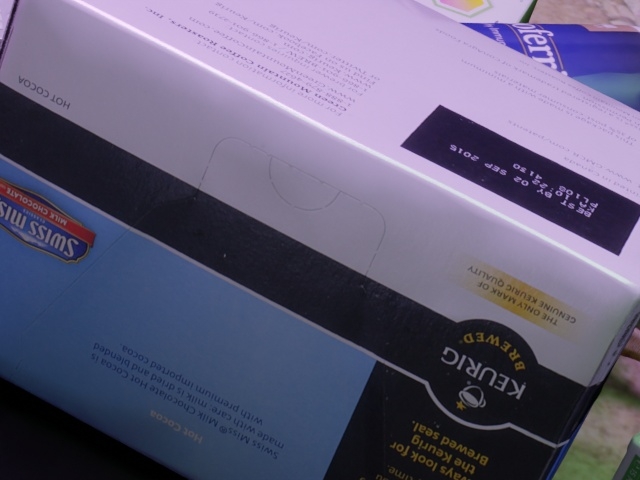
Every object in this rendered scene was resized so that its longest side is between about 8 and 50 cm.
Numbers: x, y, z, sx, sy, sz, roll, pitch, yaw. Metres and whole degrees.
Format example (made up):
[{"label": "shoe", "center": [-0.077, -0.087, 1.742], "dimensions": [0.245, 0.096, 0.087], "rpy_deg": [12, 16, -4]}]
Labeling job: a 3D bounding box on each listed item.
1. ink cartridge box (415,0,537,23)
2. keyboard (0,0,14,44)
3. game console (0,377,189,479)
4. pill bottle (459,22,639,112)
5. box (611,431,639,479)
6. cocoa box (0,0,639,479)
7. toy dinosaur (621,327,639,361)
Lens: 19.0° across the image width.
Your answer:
[{"label": "ink cartridge box", "center": [0.100, -0.169, 1.433], "dimensions": [0.209, 0.062, 0.109], "rpy_deg": [27, 40, 7]}, {"label": "keyboard", "center": [-0.145, -0.153, 1.356], "dimensions": [0.256, 0.014, 0.072], "rpy_deg": [4, 43, -18]}, {"label": "game console", "center": [-0.149, 0.192, 0.953], "dimensions": [0.387, 0.060, 0.342], "rpy_deg": [27, 35, 8]}, {"label": "pill bottle", "center": [0.153, -0.066, 1.254], "dimensions": [0.265, 0.153, 0.153], "rpy_deg": [-1, 44, -14]}, {"label": "box", "center": [0.222, 0.154, 1.096], "dimensions": [0.102, 0.101, 0.087], "rpy_deg": [-24, 57, -37]}, {"label": "cocoa box", "center": [0.000, 0.000, 1.055], "dimensions": [0.347, 0.228, 0.231], "rpy_deg": [27, 27, 9]}, {"label": "toy dinosaur", "center": [0.171, 0.050, 1.204], "dimensions": [0.212, 0.112, 0.064], "rpy_deg": [20, 35, 10]}]
